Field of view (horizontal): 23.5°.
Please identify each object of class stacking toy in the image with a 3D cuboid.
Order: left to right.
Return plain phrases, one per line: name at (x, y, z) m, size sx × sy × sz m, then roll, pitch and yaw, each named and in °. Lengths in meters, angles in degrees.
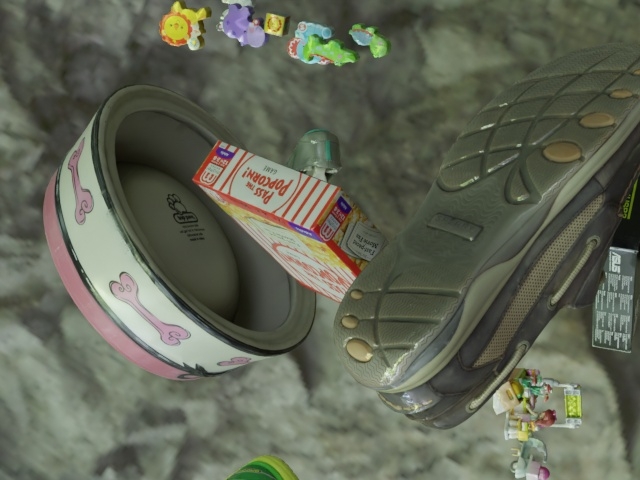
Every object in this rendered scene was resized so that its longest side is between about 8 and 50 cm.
stacking toy at (-0.044, -0.222, 1.687) m, size 0.167 × 0.221 × 0.052 m, roll -36°, pitch -41°, yaw -68°

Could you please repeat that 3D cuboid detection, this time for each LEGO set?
LEGO set at (0.316, 0.236, 2.203) m, size 0.287 × 0.107 × 0.132 m, roll 69°, pitch -155°, yaw -57°

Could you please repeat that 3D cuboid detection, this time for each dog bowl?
dog bowl at (-0.192, 0.003, 2.024) m, size 0.150 × 0.408 × 0.408 m, roll -34°, pitch -21°, yaw 26°

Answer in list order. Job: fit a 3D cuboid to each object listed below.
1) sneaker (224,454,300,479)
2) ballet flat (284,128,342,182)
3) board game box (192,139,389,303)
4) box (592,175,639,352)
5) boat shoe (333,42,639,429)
sneaker at (-0.037, 0.383, 1.833) m, size 0.123 × 0.295 × 0.109 m, roll -20°, pitch -49°, yaw -23°
ballet flat at (-0.024, -0.071, 2.041) m, size 0.072 × 0.068 × 0.213 m, roll -2°, pitch -25°, yaw -18°
board game box at (0.000, 0.000, 1.307) m, size 0.045 × 0.146 × 0.193 m, roll -57°, pitch -42°, yaw -11°
box at (0.287, -0.020, 1.427) m, size 0.191 × 0.045 × 0.184 m, roll 76°, pitch -155°, yaw -56°
boat shoe at (0.154, -0.005, 1.191) m, size 0.355 × 0.132 × 0.130 m, roll -47°, pitch -50°, yaw -13°
